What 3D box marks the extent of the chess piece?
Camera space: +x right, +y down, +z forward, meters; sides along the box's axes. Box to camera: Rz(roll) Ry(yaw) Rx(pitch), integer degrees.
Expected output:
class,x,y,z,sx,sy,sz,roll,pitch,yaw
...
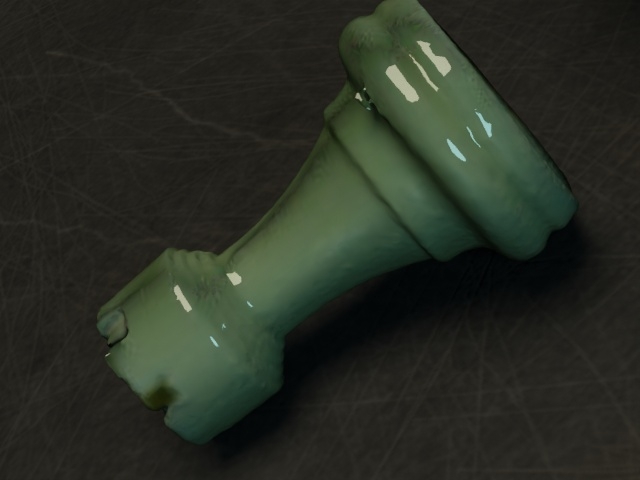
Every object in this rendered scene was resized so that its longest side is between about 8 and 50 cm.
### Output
class,x,y,z,sx,sy,sz,roll,pitch,yaw
chess piece,0.000,0.000,0.917,0.299,0.194,0.194,-40,37,7
